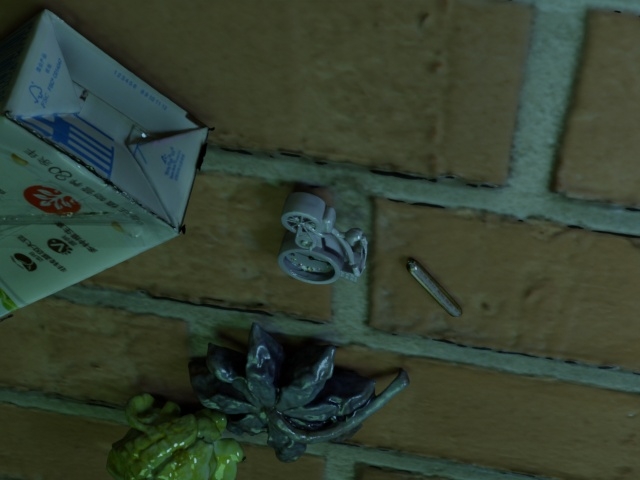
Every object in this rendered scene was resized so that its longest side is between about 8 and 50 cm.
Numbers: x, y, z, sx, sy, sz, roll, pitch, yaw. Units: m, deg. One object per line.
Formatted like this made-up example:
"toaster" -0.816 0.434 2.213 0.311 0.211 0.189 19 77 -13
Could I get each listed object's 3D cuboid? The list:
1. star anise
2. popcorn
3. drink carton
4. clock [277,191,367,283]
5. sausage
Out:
"star anise" -0.032 0.176 1.496 0.262 0.081 0.230 3 132 17
"popcorn" -0.183 0.261 1.610 0.162 0.135 0.141 37 130 -26
"drink carton" -0.278 -0.056 1.219 0.324 0.132 0.194 -23 131 41
"clock" 0.000 0.000 1.285 0.087 0.041 0.129 10 149 11
"sausage" 0.114 0.049 1.335 0.015 0.015 0.100 -17 134 34
